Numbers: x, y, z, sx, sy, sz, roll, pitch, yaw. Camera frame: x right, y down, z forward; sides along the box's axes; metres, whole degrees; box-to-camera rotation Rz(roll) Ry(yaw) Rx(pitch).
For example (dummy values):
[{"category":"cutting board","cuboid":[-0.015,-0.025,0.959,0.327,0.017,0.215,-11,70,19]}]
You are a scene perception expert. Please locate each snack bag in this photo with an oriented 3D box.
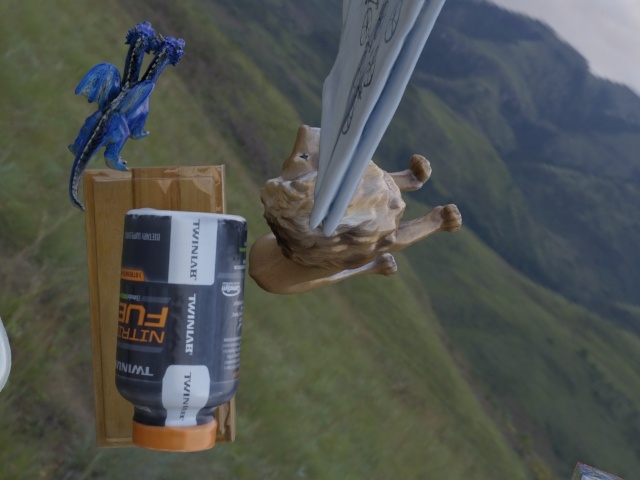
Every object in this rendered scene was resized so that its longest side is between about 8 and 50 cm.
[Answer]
[{"category":"snack bag","cuboid":[0.052,-0.226,0.873,0.037,0.323,0.342,12,54,-9]}]

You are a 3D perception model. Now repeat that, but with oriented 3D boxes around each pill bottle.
[{"category":"pill bottle","cuboid":[-0.146,0.093,1.090,0.130,0.246,0.130,3,0,0]}]

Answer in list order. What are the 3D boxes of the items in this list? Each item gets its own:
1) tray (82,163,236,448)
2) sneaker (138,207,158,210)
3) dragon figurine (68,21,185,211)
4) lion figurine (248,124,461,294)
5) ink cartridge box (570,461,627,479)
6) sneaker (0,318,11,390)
[{"category":"tray","cuboid":[-0.236,0.096,1.542,0.203,0.411,0.076,-2,7,-1]},{"category":"sneaker","cuboid":[-0.210,0.000,1.322,0.237,0.085,0.086,-122,-152,-64]},{"category":"dragon figurine","cuboid":[-0.263,-0.171,1.334,0.085,0.144,0.289,24,42,4]},{"category":"lion figurine","cuboid":[0.000,0.000,1.217,0.142,0.240,0.392,64,-30,16]},{"category":"ink cartridge box","cuboid":[0.197,0.173,0.696,0.063,0.029,0.115,19,-1,13]},{"category":"sneaker","cuboid":[-0.418,0.034,0.975,0.350,0.131,0.148,41,-15,9]}]
